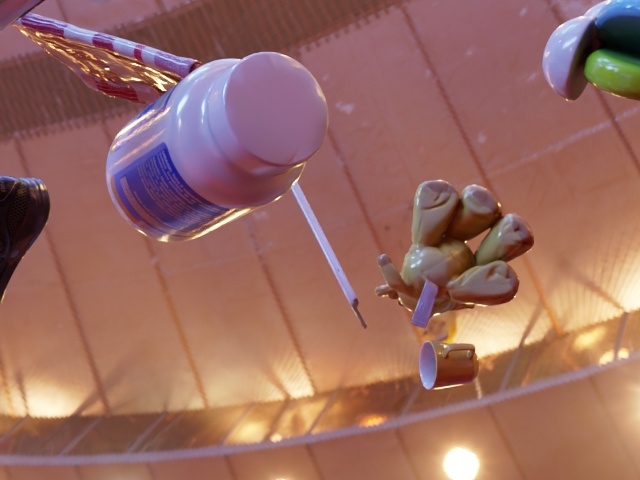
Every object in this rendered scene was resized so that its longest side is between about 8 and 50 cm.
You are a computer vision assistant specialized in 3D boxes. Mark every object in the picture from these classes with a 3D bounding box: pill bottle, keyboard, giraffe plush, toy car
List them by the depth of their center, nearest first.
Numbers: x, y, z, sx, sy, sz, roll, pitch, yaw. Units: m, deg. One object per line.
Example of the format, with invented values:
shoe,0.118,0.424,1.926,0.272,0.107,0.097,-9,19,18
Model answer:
toy car,0.295,-0.182,0.953,0.159,0.182,0.136,23,-58,25
pill bottle,-0.106,-0.095,1.118,0.152,0.152,0.272,56,-31,-9
keyboard,0.000,0.000,1.413,0.014,0.256,0.072,-24,-34,-4
giraffe plush,0.161,0.041,1.446,0.181,0.210,0.170,38,-16,6

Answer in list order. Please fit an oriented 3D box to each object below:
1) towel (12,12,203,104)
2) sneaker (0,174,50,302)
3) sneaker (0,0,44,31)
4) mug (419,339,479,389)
towel,-0.262,-0.233,1.543,0.329,0.237,0.037,19,-98,24
sneaker,-0.392,0.020,1.162,0.227,0.130,0.087,-54,-132,26
sneaker,-0.349,-0.279,1.002,0.410,0.158,0.182,-48,-49,-6
mug,0.167,0.158,1.380,0.064,0.078,0.062,2,-91,-15
